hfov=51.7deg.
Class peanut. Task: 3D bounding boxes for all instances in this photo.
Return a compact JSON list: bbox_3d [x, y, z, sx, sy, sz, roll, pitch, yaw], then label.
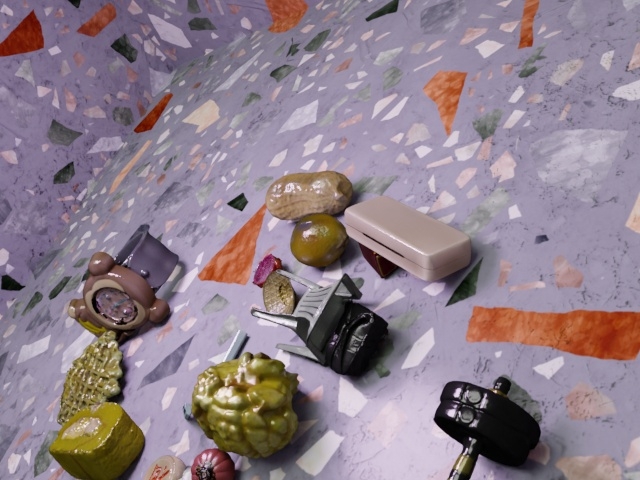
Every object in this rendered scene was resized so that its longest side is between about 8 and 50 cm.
[{"bbox_3d":[-0.030,-0.146,2.028,0.291,0.143,0.159,-7,39,35],"label":"peanut"}]

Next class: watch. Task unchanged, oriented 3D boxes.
[{"bbox_3d":[-0.667,0.138,2.294,0.335,0.314,0.327,-38,20,27],"label":"watch"}]

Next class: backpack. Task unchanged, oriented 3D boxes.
[{"bbox_3d":[0.083,0.233,1.530,0.120,0.105,0.165,36,102,59],"label":"backpack"}]

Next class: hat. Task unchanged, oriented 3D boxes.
[{"bbox_3d":[-0.093,0.154,1.842,0.146,0.067,0.146,6,98,49],"label":"hat"}]

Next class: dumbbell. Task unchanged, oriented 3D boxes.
[{"bbox_3d":[0.233,0.402,1.116,0.185,0.185,0.388,6,58,49],"label":"dumbbell"}]

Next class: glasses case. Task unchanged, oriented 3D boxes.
[{"bbox_3d":[0.205,-0.013,1.616,0.143,0.076,0.336,-20,31,-26],"label":"glasses case"}]

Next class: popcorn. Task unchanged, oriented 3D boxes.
[{"bbox_3d":[-0.169,0.379,1.531,0.257,0.224,0.270,-18,30,8],"label":"popcorn"}]

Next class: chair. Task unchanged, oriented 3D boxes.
[{"bbox_3d":[-0.025,0.174,1.623,0.274,0.190,0.203,6,58,46],"label":"chair"}]

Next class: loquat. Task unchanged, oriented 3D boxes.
[{"bbox_3d":[0.000,0.000,1.838,0.195,0.152,0.152,2,54,37],"label":"loquat"}]

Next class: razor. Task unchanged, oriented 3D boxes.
[{"bbox_3d":[-0.280,0.367,1.811,0.278,0.056,0.111,-55,-1,-26],"label":"razor"}]

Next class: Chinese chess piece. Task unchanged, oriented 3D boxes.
[{"bbox_3d":[-0.392,0.602,1.663,0.122,0.051,0.122,-27,37,22],"label":"Chinese chess piece"}]

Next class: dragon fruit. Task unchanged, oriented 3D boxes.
[{"bbox_3d":[-0.145,0.097,1.949,0.126,0.068,0.112,-4,56,57],"label":"dragon fruit"}]

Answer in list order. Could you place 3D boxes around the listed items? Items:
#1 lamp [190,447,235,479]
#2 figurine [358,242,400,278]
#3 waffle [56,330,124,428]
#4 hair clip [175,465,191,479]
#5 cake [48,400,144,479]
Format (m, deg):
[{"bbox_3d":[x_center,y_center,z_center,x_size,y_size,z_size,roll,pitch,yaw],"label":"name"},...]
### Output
[{"bbox_3d":[-0.251,0.541,1.545,0.107,0.092,0.108,-3,80,18],"label":"lamp"},{"bbox_3d":[0.169,0.030,1.700,0.098,0.083,0.154,-25,32,-11],"label":"figurine"},{"bbox_3d":[-0.747,0.455,2.138,0.297,0.073,0.317,-38,45,18],"label":"waffle"},{"bbox_3d":[-0.322,0.621,1.556,0.116,0.049,0.172,-29,37,-10],"label":"hair clip"},{"bbox_3d":[-0.626,0.564,1.858,0.260,0.156,0.179,-7,32,35],"label":"cake"}]
